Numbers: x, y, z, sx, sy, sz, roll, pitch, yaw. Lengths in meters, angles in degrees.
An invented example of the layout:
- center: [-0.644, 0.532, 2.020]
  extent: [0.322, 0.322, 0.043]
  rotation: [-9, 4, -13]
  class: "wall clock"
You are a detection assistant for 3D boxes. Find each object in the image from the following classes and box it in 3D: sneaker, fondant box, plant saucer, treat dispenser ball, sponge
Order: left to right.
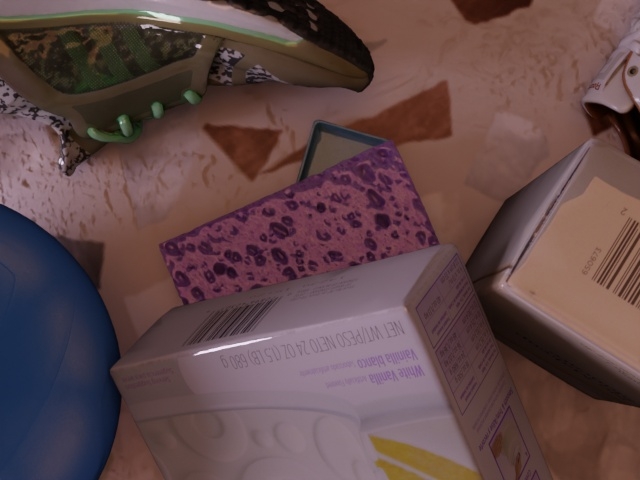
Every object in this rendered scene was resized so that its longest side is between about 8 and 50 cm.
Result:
- center: [-0.284, 0.105, 0.849]
  extent: [0.288, 0.288, 0.288]
  rotation: [0, 85, 0]
  class: "treat dispenser ball"
- center: [-0.164, -0.140, 0.972]
  extent: [0.410, 0.158, 0.182]
  rotation: [8, 116, -1]
  class: "sneaker"
- center: [-0.013, 0.015, 0.969]
  extent: [0.210, 0.031, 0.117]
  rotation: [-24, 86, -2]
  class: "sponge"
- center: [0.000, 0.000, 0.995]
  extent: [0.067, 0.018, 0.192]
  rotation: [16, 86, 1]
  class: "plant saucer"
- center: [0.034, 0.186, 0.838]
  extent: [0.238, 0.096, 0.330]
  rotation: [-15, 109, 31]
  class: "fondant box"
- center: [0.275, -0.159, 0.964]
  extent: [0.123, 0.106, 0.290]
  rotation: [1, 87, -3]
  class: "sneaker"

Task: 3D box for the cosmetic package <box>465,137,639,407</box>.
- center: [0.195, 0.035, 0.848]
  extent: [0.160, 0.309, 0.113]
  rotation: [32, 85, 3]
  class: "cosmetic package"
